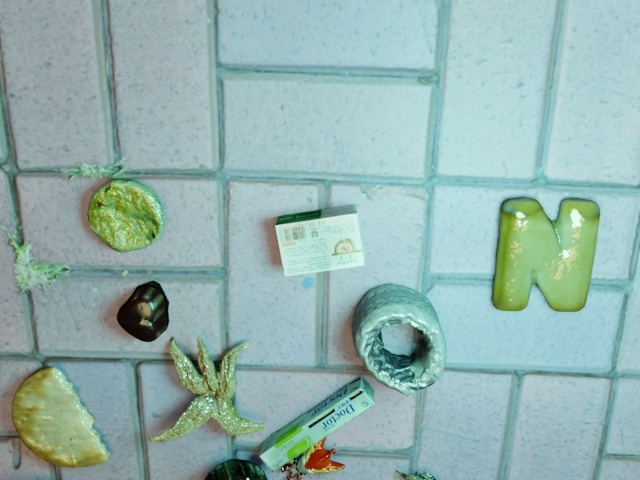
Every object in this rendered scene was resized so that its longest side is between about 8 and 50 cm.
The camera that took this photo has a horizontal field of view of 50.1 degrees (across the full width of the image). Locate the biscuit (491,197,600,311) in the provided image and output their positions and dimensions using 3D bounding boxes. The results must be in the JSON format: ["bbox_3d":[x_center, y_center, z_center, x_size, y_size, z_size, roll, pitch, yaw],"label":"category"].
[{"bbox_3d":[0.537,0.040,1.642,0.237,0.062,0.290,2,111,0],"label":"biscuit"}]

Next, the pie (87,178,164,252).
[{"bbox_3d":[-0.465,-0.059,1.640,0.187,0.041,0.186,0,110,1],"label":"pie"}]

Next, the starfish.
[{"bbox_3d":[-0.302,0.368,1.764,0.302,0.084,0.293,-3,105,-1],"label":"starfish"}]

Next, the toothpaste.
[{"bbox_3d":[-0.009,0.479,1.795,0.337,0.081,0.067,-37,101,12],"label":"toothpaste"}]

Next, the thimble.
[{"bbox_3d":[0.192,0.241,1.668,0.217,0.157,0.245,-27,107,11],"label":"thimble"}]

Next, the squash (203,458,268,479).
[{"bbox_3d":[-0.230,0.675,1.832,0.193,0.156,0.193,-3,100,-17],"label":"squash"}]

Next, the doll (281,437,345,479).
[{"bbox_3d":[-0.027,0.598,1.852,0.169,0.057,0.109,-31,89,24],"label":"doll"}]

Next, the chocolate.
[{"bbox_3d":[-0.446,0.181,1.703,0.125,0.080,0.148,5,111,-1],"label":"chocolate"}]

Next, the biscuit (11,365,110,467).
[{"bbox_3d":[-0.713,0.487,1.835,0.205,0.040,0.308,-21,107,8],"label":"biscuit"}]

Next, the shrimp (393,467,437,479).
[{"bbox_3d":[0.287,0.686,1.864,0.233,0.079,0.090,36,101,-5],"label":"shrimp"}]

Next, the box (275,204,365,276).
[{"bbox_3d":[0.000,0.000,1.631,0.199,0.081,0.135,-7,109,6],"label":"box"}]
